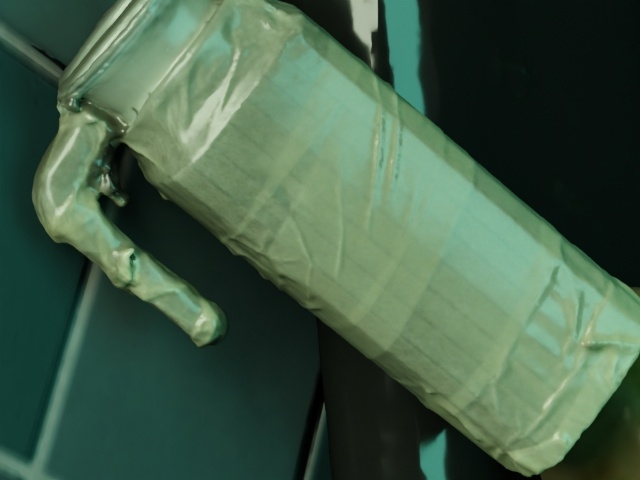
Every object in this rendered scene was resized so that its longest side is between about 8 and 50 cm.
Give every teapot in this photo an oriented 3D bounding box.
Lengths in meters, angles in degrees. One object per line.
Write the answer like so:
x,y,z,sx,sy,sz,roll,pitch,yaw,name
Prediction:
0.000,0.000,0.628,0.200,0.077,0.107,40,88,-15,teapot

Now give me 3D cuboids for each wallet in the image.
0.070,-0.034,0.769,0.228,0.062,0.406,-7,93,-53,wallet

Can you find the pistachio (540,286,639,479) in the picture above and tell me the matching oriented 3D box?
0.135,0.090,0.717,0.113,0.113,0.149,-49,140,-43,pistachio
